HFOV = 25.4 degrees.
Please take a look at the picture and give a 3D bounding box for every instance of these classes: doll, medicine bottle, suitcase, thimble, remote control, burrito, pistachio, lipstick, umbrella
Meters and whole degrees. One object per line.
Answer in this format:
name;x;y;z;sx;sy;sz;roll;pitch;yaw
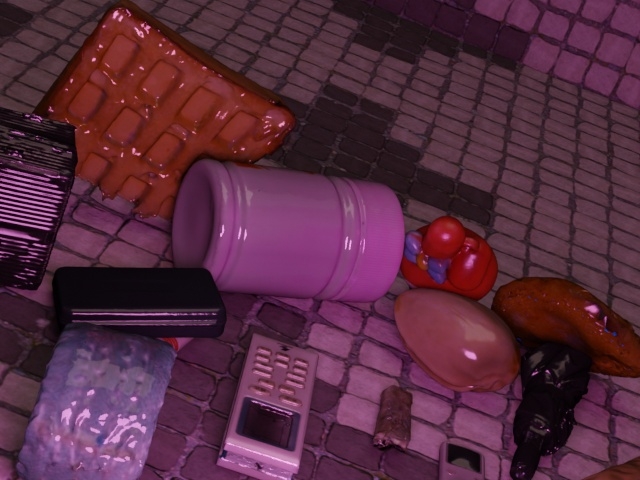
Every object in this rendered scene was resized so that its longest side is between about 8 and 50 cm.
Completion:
doll;0.202;0.038;2.250;0.161;0.130;0.290;22;-18;2
medicine bottle;-0.052;-0.011;2.199;0.316;0.202;0.202;7;29;-27
suitcase;-0.519;-0.075;1.954;0.335;0.229;0.152;14;35;-16
thimble;-0.259;0.203;1.648;0.143;0.198;0.235;16;21;-6
remote control;-0.067;0.222;1.913;0.103;0.055;0.277;19;26;-4
burrito;0.104;0.253;1.996;0.051;0.042;0.171;11;25;3
pistachio;0.208;0.151;2.159;0.215;0.144;0.144;37;30;26
lipstick;-0.210;0.139;1.985;0.038;0.038;0.131;27;27;12
remote control;0.189;0.348;1.889;0.067;0.029;0.261;20;26;-3
umbrella;0.327;0.255;2.093;0.118;0.118;0.340;26;30;9

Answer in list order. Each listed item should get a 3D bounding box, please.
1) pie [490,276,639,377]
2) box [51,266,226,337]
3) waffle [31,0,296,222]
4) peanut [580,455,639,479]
pie;0.399;0.144;2.250;0.273;0.273;0.069;28;69;13
box;-0.255;0.086;1.981;0.230;0.050;0.160;1;22;-15
waffle;-0.253;-0.182;2.191;0.348;0.304;0.077;30;25;-27
peanut;0.442;0.378;1.862;0.387;0.169;0.192;-7;43;-44
